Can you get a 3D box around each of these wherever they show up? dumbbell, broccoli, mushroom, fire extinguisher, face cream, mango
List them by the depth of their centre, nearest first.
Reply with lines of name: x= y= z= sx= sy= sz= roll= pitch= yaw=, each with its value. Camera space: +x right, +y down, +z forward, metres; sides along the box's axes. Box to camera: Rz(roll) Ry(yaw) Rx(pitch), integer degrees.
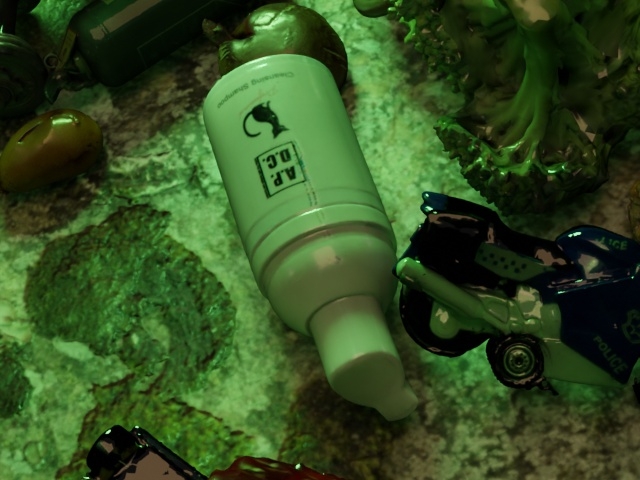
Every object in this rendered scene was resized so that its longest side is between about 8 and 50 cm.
face cream: x=0.000 y=0.000 z=1.461 sx=0.145 sy=0.145 sz=0.369 roll=-21 pitch=57 yaw=0
broccoli: x=0.185 y=-0.212 z=1.465 sx=0.249 sy=0.302 sz=0.375 roll=10 pitch=90 yaw=38
mushroom: x=-0.054 y=-0.203 z=1.632 sx=0.171 sy=0.080 sz=0.135 roll=22 pitch=57 yaw=20
mango: x=-0.296 y=-0.096 z=1.633 sx=0.127 sy=0.063 sz=0.077 roll=-30 pitch=65 yaw=-6
fire extinguisher: x=-0.180 y=-0.251 z=1.674 sx=0.311 sy=0.095 sz=0.114 roll=-34 pitch=31 yaw=-7
dumbbell: x=-0.358 y=-0.244 z=1.717 sx=0.110 sy=0.110 sz=0.254 roll=-10 pitch=52 yaw=7

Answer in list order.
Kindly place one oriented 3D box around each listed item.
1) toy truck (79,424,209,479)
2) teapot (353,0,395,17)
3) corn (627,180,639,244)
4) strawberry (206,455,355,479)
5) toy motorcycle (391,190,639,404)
toy truck: x=-0.206 y=0.295 z=1.349 sx=0.127 sy=0.127 sz=0.257 roll=34 pitch=71 yaw=20
teapot: x=0.073 y=-0.355 z=1.645 sx=0.175 sy=0.185 sz=0.267 roll=-20 pitch=53 yaw=39
corn: x=0.415 y=-0.048 z=1.434 sx=0.248 sy=0.081 sz=0.081 roll=-13 pitch=58 yaw=6
strawberry: x=0.015 y=0.317 z=1.160 sx=0.292 sy=0.343 sz=0.292 roll=-8 pitch=61 yaw=15
toy motorcycle: x=0.231 y=0.046 z=1.368 sx=0.331 sy=0.125 sz=0.196 roll=17 pitch=93 yaw=6
